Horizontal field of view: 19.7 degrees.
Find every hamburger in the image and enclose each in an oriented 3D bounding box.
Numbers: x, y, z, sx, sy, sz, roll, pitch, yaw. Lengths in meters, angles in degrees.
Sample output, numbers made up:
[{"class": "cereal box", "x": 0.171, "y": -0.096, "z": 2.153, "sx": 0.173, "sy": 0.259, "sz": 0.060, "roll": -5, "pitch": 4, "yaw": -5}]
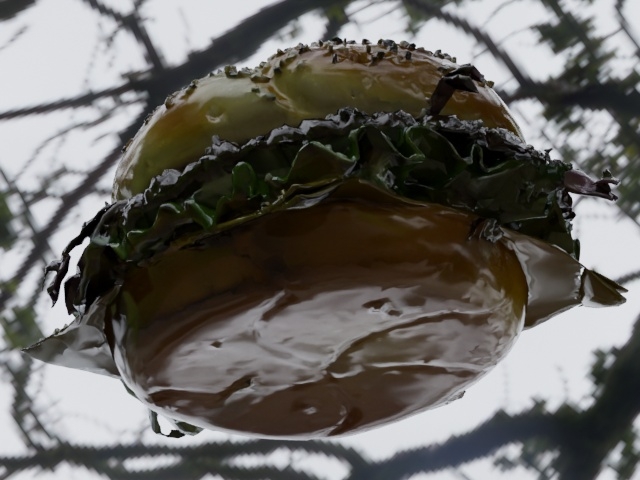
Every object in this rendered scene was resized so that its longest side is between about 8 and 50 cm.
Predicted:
[{"class": "hamburger", "x": -0.004, "y": 0.001, "z": 0.594, "sx": 0.189, "sy": 0.164, "sz": 0.093, "roll": -26, "pitch": -123, "yaw": 29}]
